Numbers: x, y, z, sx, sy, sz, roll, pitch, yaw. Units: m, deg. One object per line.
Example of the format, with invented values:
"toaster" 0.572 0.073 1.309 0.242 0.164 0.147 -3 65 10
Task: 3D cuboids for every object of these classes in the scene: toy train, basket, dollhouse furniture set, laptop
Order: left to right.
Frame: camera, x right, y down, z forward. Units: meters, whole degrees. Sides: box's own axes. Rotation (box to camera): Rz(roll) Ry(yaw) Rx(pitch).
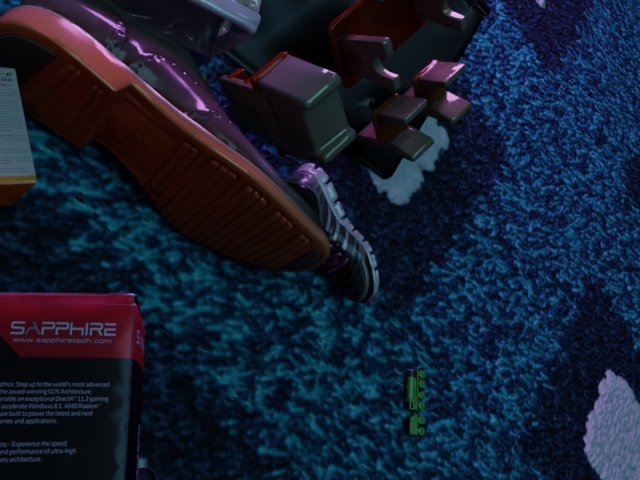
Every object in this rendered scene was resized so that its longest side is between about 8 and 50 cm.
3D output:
"basket" -0.145 -0.269 0.696 0.167 0.113 0.103 18 79 -31
"laptop" 0.009 -0.364 0.952 0.382 0.236 0.408 35 26 -28
"dollhouse furniture set" 0.032 -0.207 0.771 0.259 0.135 0.262 -44 138 -23
"toy train" 0.110 0.190 0.836 0.023 0.017 0.083 15 64 -25

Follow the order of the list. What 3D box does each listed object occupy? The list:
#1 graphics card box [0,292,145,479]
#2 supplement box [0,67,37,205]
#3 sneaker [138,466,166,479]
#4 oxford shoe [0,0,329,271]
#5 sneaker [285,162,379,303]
"graphics card box" -0.229 0.218 0.414 0.232 0.094 0.371 1 70 -11
"supplement box" -0.265 -0.083 0.576 0.036 0.062 0.098 -7 80 -42
"sneaker" -0.154 0.272 0.506 0.163 0.086 0.226 55 31 -24
"oxford shoe" -0.120 -0.107 0.673 0.363 0.130 0.133 41 46 -23
"sneaker" 0.000 0.000 0.780 0.074 0.063 0.170 -26 87 -44
